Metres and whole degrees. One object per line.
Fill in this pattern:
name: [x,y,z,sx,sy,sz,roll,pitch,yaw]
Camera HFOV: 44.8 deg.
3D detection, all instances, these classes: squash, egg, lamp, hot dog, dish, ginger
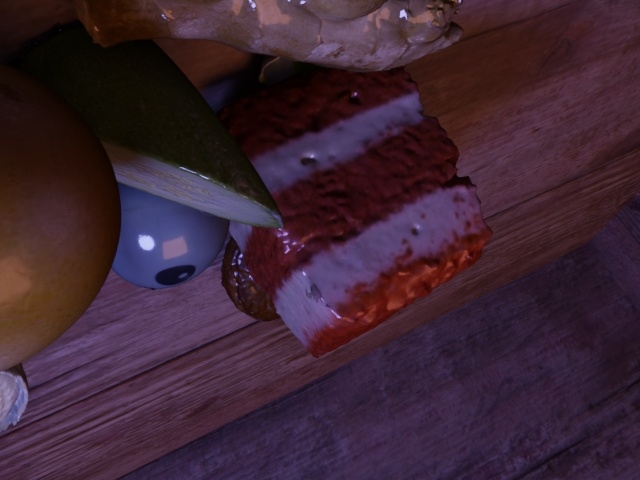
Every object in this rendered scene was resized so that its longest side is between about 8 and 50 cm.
squash: [-0.183,-0.076,0.787,0.189,0.260,0.189,-31,163,-11]
egg: [-0.330,-0.018,0.647,0.351,0.283,0.282,-6,174,31]
lamp: [-0.234,-0.022,0.969,0.244,0.198,0.198,-12,155,-18]
hot dog: [0.000,0.000,1.363,0.387,0.174,0.267,-29,159,21]
dish: [-0.023,-0.241,0.950,0.137,0.039,0.091,-28,166,0]
ginger: [-0.024,-0.220,0.741,0.375,0.236,0.166,-21,121,-34]

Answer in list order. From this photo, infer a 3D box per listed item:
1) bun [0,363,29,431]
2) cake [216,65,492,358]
bun: [-0.560,0.186,0.949,0.364,0.202,0.364,-31,158,-14]
cake: [0.028,-0.040,1.048,0.270,0.319,0.269,-26,169,-17]
